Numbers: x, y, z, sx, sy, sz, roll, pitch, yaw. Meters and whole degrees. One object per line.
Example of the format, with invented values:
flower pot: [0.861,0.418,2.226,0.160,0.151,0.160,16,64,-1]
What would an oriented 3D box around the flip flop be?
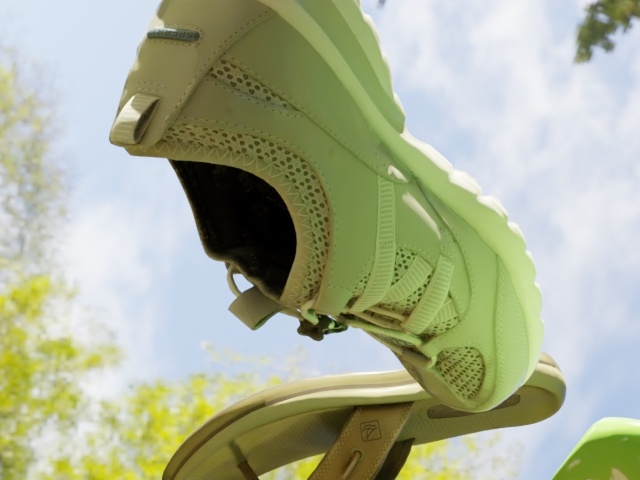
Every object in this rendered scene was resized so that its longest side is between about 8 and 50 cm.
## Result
flip flop: [0.031,0.139,0.931,0.112,0.277,0.080,83,-5,-64]

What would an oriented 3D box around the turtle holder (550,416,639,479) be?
turtle holder: [0.254,0.092,0.590,0.227,0.243,0.320,38,-33,18]

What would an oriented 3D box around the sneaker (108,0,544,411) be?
sneaker: [0.000,0.000,0.609,0.105,0.281,0.115,9,-122,45]
